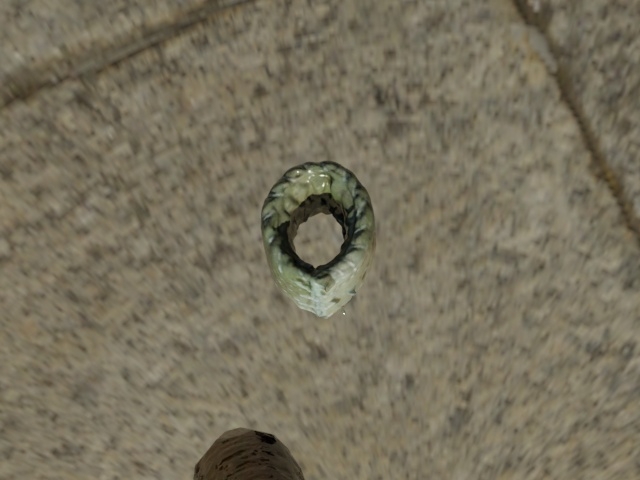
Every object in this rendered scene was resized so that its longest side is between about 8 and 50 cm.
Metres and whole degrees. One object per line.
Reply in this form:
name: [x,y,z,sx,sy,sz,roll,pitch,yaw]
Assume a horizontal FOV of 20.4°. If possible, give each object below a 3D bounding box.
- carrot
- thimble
carrot: [-0.022,0.175,0.959,0.066,0.314,0.066,-2,104,-9]
thimble: [0.000,0.000,1.319,0.084,0.062,0.110,-8,63,2]
